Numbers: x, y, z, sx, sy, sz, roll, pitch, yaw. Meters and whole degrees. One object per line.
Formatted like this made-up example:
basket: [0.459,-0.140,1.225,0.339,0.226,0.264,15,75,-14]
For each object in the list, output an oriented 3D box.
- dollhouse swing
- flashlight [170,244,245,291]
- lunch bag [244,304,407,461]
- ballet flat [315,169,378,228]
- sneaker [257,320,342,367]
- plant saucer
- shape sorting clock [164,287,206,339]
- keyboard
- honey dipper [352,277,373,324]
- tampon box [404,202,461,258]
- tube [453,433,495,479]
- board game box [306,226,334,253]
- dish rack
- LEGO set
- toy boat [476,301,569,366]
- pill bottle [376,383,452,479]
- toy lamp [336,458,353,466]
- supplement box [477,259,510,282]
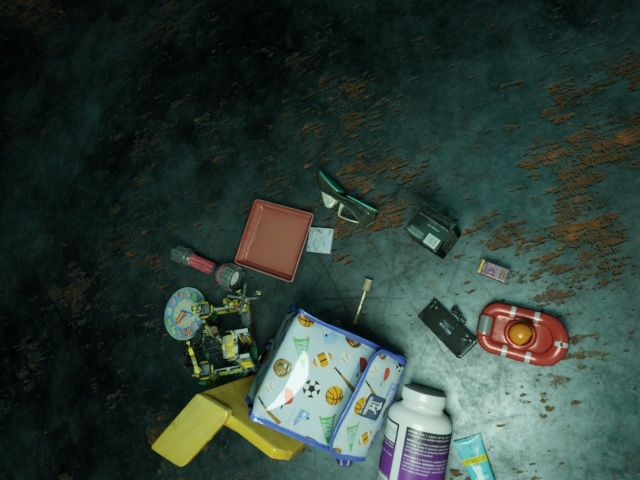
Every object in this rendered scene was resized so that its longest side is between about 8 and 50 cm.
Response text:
dollhouse swing: [-0.239,0.611,1.293,0.305,0.347,0.315,43,97,20]
flashlight: [-0.441,0.096,1.603,0.304,0.103,0.103,21,122,20]
lunch bag: [0.029,0.410,1.198,0.386,0.239,0.327,29,81,-9]
ballet flat: [0.070,-0.138,1.454,0.280,0.095,0.096,40,108,24]
sneaker: [-0.077,0.367,1.362,0.316,0.182,0.127,-24,73,17]
plant saucer: [-0.166,-0.001,1.546,0.259,0.048,0.258,16,86,25]
shape sorting clock: [-0.533,0.287,1.642,0.206,0.040,0.206,-4,78,21]
keyboard: [0.392,0.255,1.265,0.108,0.023,0.180,-51,57,13]
honey dipper: [0.138,0.205,1.390,0.031,0.030,0.160,17,88,24]
tampon box: [0.345,-0.025,1.277,0.120,0.161,0.101,38,96,25]
tube: [0.451,0.660,1.165,0.080,0.052,0.207,-21,66,6]
board game box: [0.000,0.000,1.491,0.090,0.020,0.090,5,81,24]
dish rack: [-0.383,0.445,1.536,0.272,0.074,0.208,34,95,23]
LEGO set: [-0.332,0.311,1.415,0.255,0.192,0.331,-2,59,2]
toy boat: [0.550,0.257,1.143,0.231,0.151,0.150,12,84,24]
pill bottle: [0.267,0.585,1.178,0.182,0.181,0.322,9,83,24]
toy lamp: [0.085,0.560,1.314,0.080,0.080,0.274,-1,79,22]
supplement box: [0.516,0.092,1.243,0.083,0.055,0.043,22,90,25]
